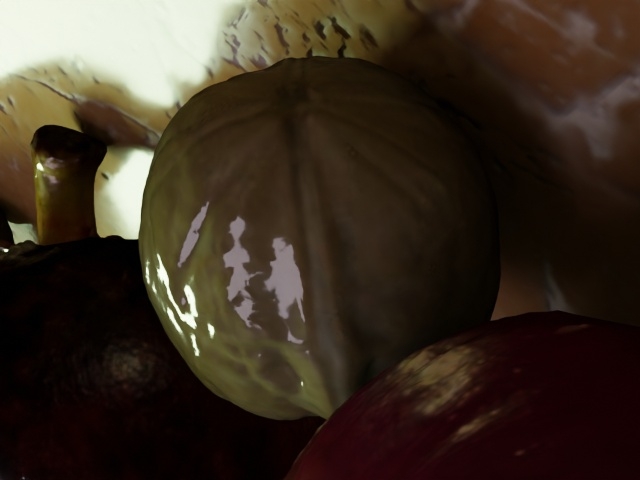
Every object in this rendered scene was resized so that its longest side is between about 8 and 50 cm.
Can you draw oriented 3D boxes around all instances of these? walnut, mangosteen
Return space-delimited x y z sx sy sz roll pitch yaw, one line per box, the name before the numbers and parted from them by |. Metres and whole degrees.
walnut | 0.000 0.001 0.608 0.140 0.140 0.162 19 137 36
mangosteen | -0.117 0.068 0.798 0.235 0.235 0.261 134 127 -62

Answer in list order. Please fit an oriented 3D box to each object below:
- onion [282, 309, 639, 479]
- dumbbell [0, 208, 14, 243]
onion | 0.050 0.195 0.492 0.348 0.385 0.348 170 90 -76
dumbbell | -0.232 0.078 1.016 0.140 0.124 0.225 20 145 35
